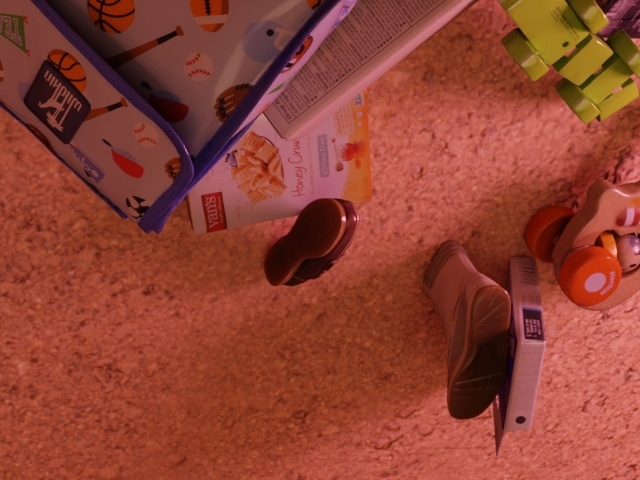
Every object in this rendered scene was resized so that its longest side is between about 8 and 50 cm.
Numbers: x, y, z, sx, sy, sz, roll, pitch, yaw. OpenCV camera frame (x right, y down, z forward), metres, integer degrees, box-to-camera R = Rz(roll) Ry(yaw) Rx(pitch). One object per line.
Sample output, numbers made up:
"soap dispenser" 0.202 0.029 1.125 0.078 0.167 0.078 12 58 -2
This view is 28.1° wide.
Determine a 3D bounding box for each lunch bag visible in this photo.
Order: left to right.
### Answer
"lunch bag" -0.179 -0.237 1.325 0.328 0.239 0.385 44 111 -2

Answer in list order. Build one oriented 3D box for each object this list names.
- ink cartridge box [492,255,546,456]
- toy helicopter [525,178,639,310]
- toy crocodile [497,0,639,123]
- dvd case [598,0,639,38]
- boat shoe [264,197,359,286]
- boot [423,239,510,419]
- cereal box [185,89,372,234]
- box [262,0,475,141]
"ink cartridge box" 0.277 0.164 1.806 0.045 0.206 0.208 6 123 0
"toy helicopter" 0.471 -0.045 1.771 0.235 0.140 0.355 24 110 -31
"toy crocodile" 0.304 -0.239 1.556 0.115 0.105 0.340 -42 141 17
"dvd case" 0.464 -0.305 1.614 0.221 0.018 0.164 -1 156 -16
"boat shoe" 0.000 0.000 1.657 0.073 0.073 0.207 -3 161 -30
"boot" 0.194 0.123 1.775 0.077 0.165 0.213 -3 117 -18
"cereal box" -0.057 -0.107 1.617 0.240 0.047 0.173 -12 126 -10
"box" 0.046 -0.262 1.468 0.311 0.121 0.148 -36 90 9
